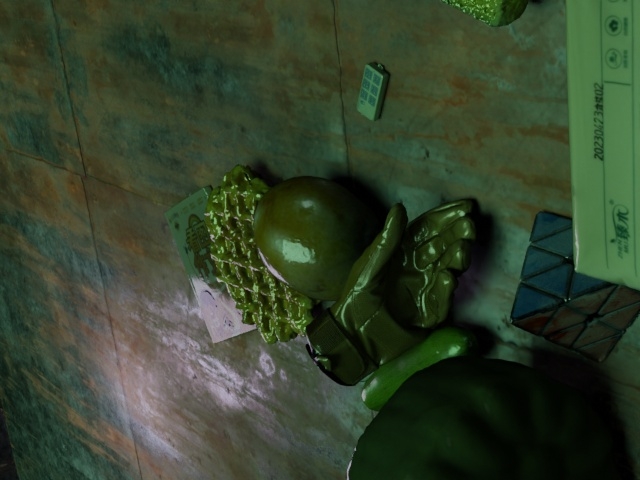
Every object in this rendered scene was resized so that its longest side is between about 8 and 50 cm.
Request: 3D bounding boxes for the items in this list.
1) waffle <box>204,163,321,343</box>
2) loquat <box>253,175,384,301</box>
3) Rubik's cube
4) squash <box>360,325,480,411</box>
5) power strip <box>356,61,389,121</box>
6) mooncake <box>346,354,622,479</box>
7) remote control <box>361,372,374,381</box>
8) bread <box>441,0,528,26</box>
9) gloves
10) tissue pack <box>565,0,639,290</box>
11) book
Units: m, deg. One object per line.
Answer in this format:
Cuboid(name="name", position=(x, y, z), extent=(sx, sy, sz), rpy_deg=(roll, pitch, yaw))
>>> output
Cuboid(name="waffle", position=(-0.101, 0.030, 1.892), extent=(0.325, 0.068, 0.302), rpy_deg=(51, 140, 17))
Cuboid(name="loquat", position=(0.000, 0.000, 1.652), extent=(0.227, 0.179, 0.179), rpy_deg=(39, 136, 25))
Cuboid(name="Rubik's cube", position=(0.288, 0.030, 1.308), extent=(0.178, 0.190, 0.211), rpy_deg=(66, 145, 37))
Cuboid(name="squash", position=(0.153, 0.195, 1.617), extent=(0.082, 0.082, 0.292), rpy_deg=(62, 145, 10))
Cuboid(name="power strip", position=(0.077, -0.220, 1.564), extent=(0.040, 0.016, 0.090), rpy_deg=(43, 137, 33))
Cuboid(name="mooncake", position=(0.217, 0.329, 1.358), extent=(0.194, 0.356, 0.356), rpy_deg=(12, 117, 60))
Cuboid(name="remote control", position=(0.103, 0.166, 1.728), extent=(0.077, 0.022, 0.245), rpy_deg=(63, 146, 14))
Cuboid(name="bread", position=(0.205, -0.331, 1.247), extent=(0.129, 0.111, 0.114), rpy_deg=(35, 139, 19))
Cuboid(name="gloves", position=(0.114, 0.068, 1.524), extent=(0.331, 0.141, 0.154), rpy_deg=(-47, 64, 15))
Cuboid(name="tissue pack", position=(0.391, -0.135, 1.005), extent=(0.297, 0.207, 0.380), rpy_deg=(20, 123, 46))
Cuboid(name="book", position=(-0.217, 0.054, 2.114), extent=(0.208, 0.020, 0.295), rpy_deg=(-25, 86, 56))
